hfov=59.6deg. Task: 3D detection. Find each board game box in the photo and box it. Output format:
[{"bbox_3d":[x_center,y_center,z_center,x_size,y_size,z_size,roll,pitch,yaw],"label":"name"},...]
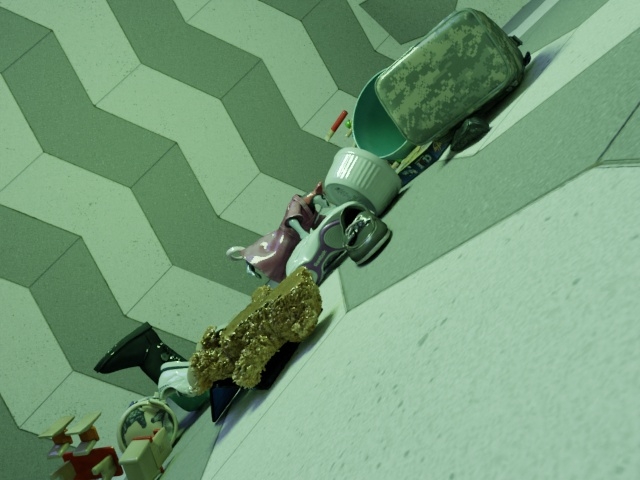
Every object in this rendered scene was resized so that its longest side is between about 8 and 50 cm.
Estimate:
[{"bbox_3d":[0.290,-0.241,1.573,0.165,0.042,0.243,-50,5,-27],"label":"board game box"}]

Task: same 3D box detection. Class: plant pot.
[{"bbox_3d":[0.272,-0.386,1.806,0.195,0.290,0.290,10,-44,-41],"label":"plant pot"}]

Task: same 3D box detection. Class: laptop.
[{"bbox_3d":[-0.120,0.276,1.226,0.264,0.137,0.234,-10,30,39],"label":"laptop"}]

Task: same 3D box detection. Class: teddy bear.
[{"bbox_3d":[-0.131,0.193,1.125,0.338,0.113,0.245,-38,17,0],"label":"teddy bear"}]

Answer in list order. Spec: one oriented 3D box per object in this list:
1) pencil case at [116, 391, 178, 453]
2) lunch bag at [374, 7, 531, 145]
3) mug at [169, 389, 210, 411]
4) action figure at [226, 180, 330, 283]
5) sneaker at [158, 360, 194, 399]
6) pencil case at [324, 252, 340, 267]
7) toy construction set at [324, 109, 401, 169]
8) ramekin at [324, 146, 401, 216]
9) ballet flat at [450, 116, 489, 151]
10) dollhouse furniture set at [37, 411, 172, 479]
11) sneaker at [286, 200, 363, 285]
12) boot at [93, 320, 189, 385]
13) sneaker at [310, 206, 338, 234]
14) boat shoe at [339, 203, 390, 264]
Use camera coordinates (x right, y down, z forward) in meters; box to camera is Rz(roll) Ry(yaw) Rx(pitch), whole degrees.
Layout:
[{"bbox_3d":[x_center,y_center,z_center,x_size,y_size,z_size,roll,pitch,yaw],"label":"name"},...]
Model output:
[{"bbox_3d":[-0.516,0.549,1.669,0.410,0.159,0.184,141,138,-68],"label":"pencil case"},{"bbox_3d":[0.323,-0.381,1.326,0.305,0.213,0.256,-37,-5,32],"label":"lunch bag"},{"bbox_3d":[-0.372,0.441,1.686,0.129,0.097,0.158,-46,4,29],"label":"mug"},{"bbox_3d":[-0.088,-0.034,1.839,0.248,0.275,0.370,14,-78,-64],"label":"action figure"},{"bbox_3d":[-0.339,0.389,1.560,0.234,0.090,0.095,-11,47,11],"label":"sneaker"},{"bbox_3d":[-0.011,0.050,1.669,0.206,0.086,0.088,-46,0,19],"label":"pencil case"},{"bbox_3d":[0.145,-0.319,2.173,0.237,0.309,0.257,-51,-6,26],"label":"toy construction set"},{"bbox_3d":[0.109,-0.149,1.548,0.109,0.207,0.207,-59,8,-18],"label":"ramekin"},{"bbox_3d":[0.322,-0.227,1.232,0.173,0.049,0.058,121,164,-87],"label":"ballet flat"},{"bbox_3d":[-0.511,0.540,1.363,0.258,0.262,0.135,-12,13,14],"label":"dollhouse furniture set"},{"bbox_3d":[0.000,0.000,1.542,0.305,0.114,0.152,-48,27,12],"label":"sneaker"},{"bbox_3d":[-0.514,0.370,1.649,0.094,0.207,0.246,-46,0,26],"label":"boot"},{"bbox_3d":[0.036,-0.076,2.382,0.228,0.092,0.087,-29,-3,-16],"label":"sneaker"},{"bbox_3d":[0.086,-0.024,1.303,0.112,0.095,0.335,-47,4,6],"label":"boat shoe"}]
